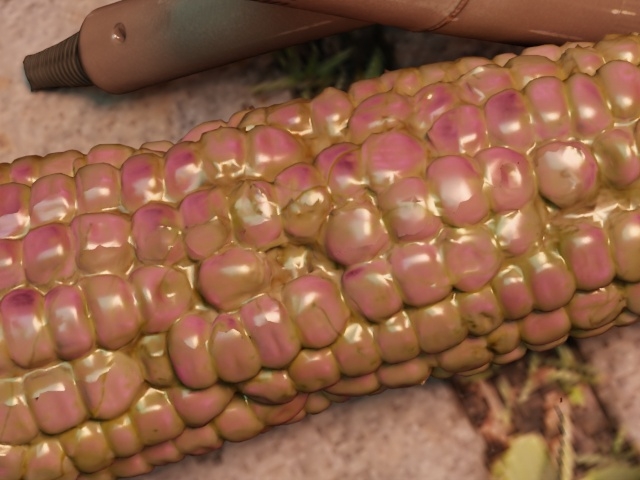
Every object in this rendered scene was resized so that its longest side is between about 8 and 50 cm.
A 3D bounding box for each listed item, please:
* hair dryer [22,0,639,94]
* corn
[{"bbox_3d":[-0.011,-0.078,0.618,0.220,0.195,0.053,-18,74,49],"label":"hair dryer"},{"bbox_3d":[0.000,0.000,0.579,0.335,0.126,0.126,-17,75,5],"label":"corn"}]
